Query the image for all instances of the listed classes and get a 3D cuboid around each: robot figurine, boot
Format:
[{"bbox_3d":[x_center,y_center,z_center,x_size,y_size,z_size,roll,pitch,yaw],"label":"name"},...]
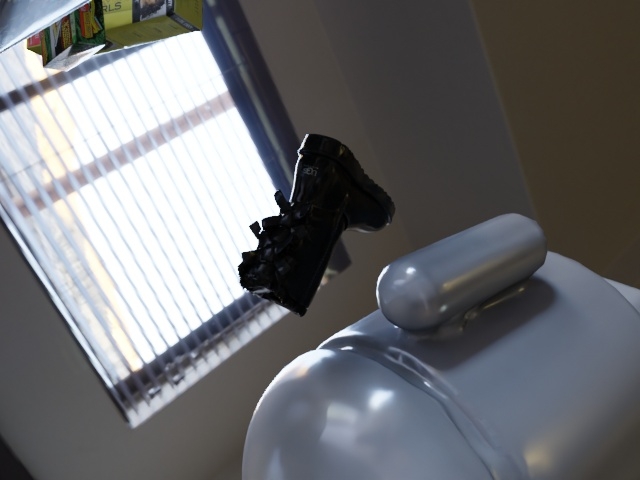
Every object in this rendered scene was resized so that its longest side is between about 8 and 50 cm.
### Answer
[{"bbox_3d":[0.094,0.131,0.456,0.200,0.353,0.300,19,-57,45],"label":"robot figurine"},{"bbox_3d":[0.001,0.000,0.426,0.045,0.099,0.121,17,-12,28],"label":"boot"}]

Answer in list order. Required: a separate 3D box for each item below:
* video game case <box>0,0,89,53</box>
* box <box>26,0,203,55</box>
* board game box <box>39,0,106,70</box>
[{"bbox_3d":[-0.100,-0.195,0.369,0.023,0.201,0.183,46,-39,-12],"label":"video game case"},{"bbox_3d":[-0.253,-0.282,0.822,0.232,0.058,0.087,-3,-97,26],"label":"box"},{"bbox_3d":[-0.223,-0.286,0.573,0.136,0.030,0.260,6,-79,60],"label":"board game box"}]
